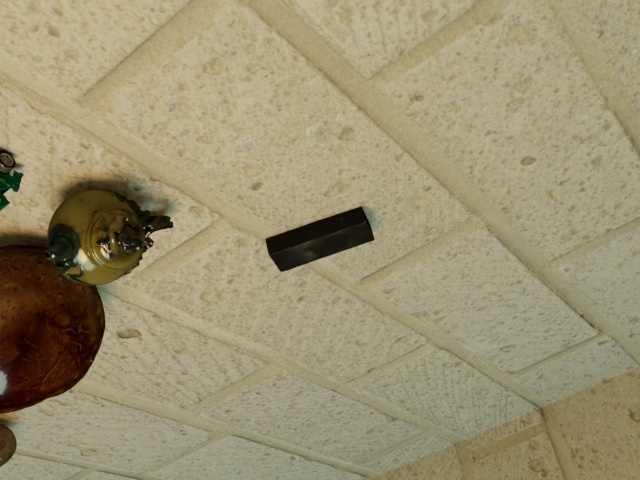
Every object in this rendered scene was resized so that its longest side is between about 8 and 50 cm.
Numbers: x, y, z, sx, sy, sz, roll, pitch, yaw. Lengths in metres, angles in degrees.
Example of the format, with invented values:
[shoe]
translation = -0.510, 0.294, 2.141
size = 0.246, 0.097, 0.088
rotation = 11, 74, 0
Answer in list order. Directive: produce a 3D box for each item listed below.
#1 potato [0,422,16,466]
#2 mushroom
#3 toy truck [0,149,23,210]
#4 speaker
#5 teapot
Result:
[potato]
translation = -0.930, 0.553, 1.994
size = 0.262, 0.165, 0.165
rotation = -3, 144, -7
[mushroom]
translation = -0.572, 0.170, 1.452
size = 0.239, 0.345, 0.345
rotation = 11, 149, 19
[toy truck]
translation = -0.597, -0.104, 1.221
size = 0.110, 0.116, 0.216
rotation = -31, 141, 24
[speaker]
translation = 0.000, 0.000, 1.610
size = 0.218, 0.044, 0.082
rotation = -18, 144, 7
[teapot]
translation = -0.374, -0.007, 1.363
size = 0.269, 0.173, 0.182
rotation = -16, -166, -43
